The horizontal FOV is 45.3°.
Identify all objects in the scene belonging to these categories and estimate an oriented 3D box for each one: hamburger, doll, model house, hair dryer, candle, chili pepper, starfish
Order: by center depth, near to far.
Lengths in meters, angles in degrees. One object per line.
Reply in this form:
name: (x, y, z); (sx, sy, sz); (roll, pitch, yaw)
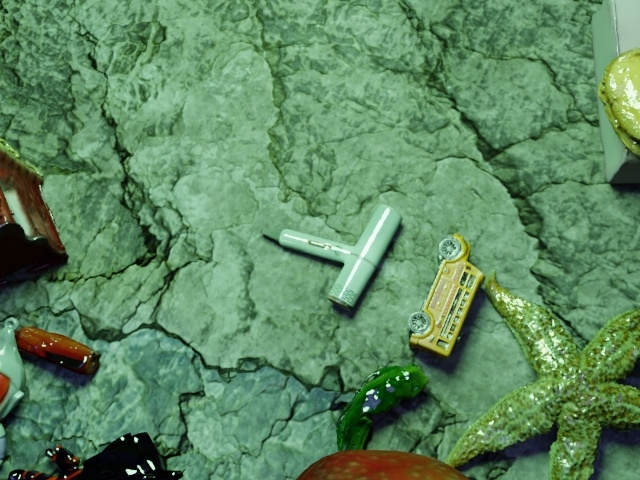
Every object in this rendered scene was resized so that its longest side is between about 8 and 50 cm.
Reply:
hamburger: (0.424, -0.175, 0.944); (0.138, 0.083, 0.147); (-26, 76, 5)
starfish: (0.337, 0.213, 0.981); (0.347, 0.078, 0.358); (3, 75, 4)
chili pepper: (0.068, 0.234, 1.012); (0.073, 0.050, 0.182); (34, 83, 5)
doll: (-0.294, 0.327, 1.013); (0.249, 0.088, 0.127); (-17, 94, 11)
doll: (-0.459, 0.215, 1.058); (0.102, 0.075, 0.227); (16, 89, 8)
model house: (-0.494, -0.073, 1.080); (0.160, 0.196, 0.254); (-26, 73, 1)
hair dryer: (0.002, -0.008, 1.090); (0.183, 0.044, 0.155); (28, 77, 15)
candle: (-0.388, 0.155, 1.090); (0.162, 0.053, 0.048); (16, 122, 15)

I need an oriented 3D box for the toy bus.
toy bus: (0.172, 0.075, 1.033); (0.074, 0.069, 0.162); (23, 80, 11)

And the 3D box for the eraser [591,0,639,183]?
eraser: (0.573, -0.219, 1.045); (0.359, 0.122, 0.272); (-1, 73, 5)

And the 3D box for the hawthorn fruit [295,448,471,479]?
hawthorn fruit: (0.080, 0.363, 0.863); (0.300, 0.275, 0.275); (-15, 74, -6)
